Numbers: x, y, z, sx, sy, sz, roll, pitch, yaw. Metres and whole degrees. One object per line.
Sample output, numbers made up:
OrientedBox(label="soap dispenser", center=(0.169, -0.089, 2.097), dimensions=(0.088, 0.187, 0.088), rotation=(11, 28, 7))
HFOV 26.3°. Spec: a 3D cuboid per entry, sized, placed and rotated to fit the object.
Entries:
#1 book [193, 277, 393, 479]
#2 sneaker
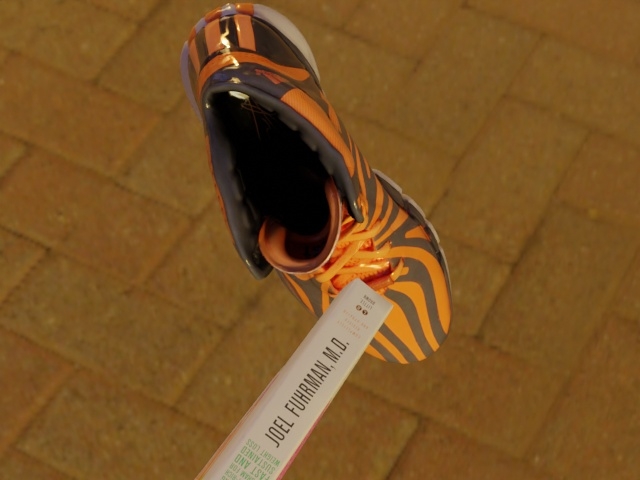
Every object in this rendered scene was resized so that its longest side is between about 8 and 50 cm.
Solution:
OrientedBox(label="book", center=(-0.029, 0.089, 0.512), dimensions=(0.035, 0.096, 0.144), rotation=(36, 51, 2))
OrientedBox(label="sneaker", center=(0.000, 0.000, 0.951), dimensions=(0.124, 0.321, 0.180), rotation=(-31, 28, 12))
